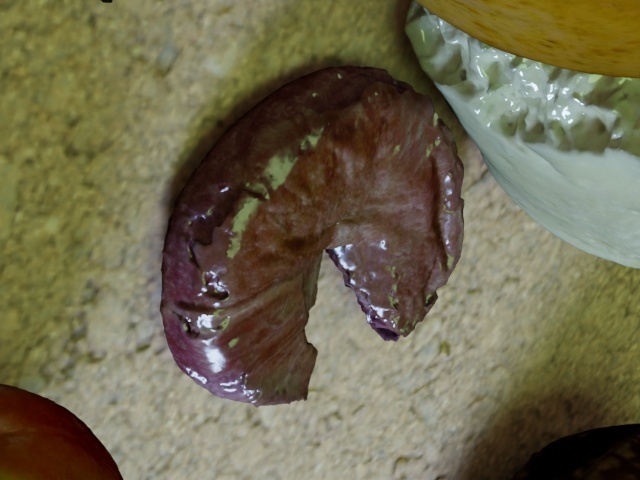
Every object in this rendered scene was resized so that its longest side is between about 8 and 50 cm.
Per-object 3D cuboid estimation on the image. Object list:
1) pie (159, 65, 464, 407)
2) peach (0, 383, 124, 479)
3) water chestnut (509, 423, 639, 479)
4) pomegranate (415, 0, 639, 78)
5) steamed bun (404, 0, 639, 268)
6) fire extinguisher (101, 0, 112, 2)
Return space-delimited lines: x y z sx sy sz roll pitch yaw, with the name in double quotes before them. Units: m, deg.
"pie" 0.000 0.000 1.035 0.218 0.054 0.204 -38 136 -20
"peach" -0.192 0.187 0.861 0.243 0.199 0.243 -41 144 -39
"water chestnut" 0.225 0.311 1.256 0.350 0.302 0.350 -23 125 -36
"pomegranate" 0.145 -0.279 0.776 0.416 0.416 0.417 -23 129 -32
"steamed bun" 0.241 -0.114 1.037 0.290 0.272 0.273 -43 137 -10
"fire extinguisher" -0.111 -0.187 0.830 0.049 0.035 0.173 -21 125 -38
